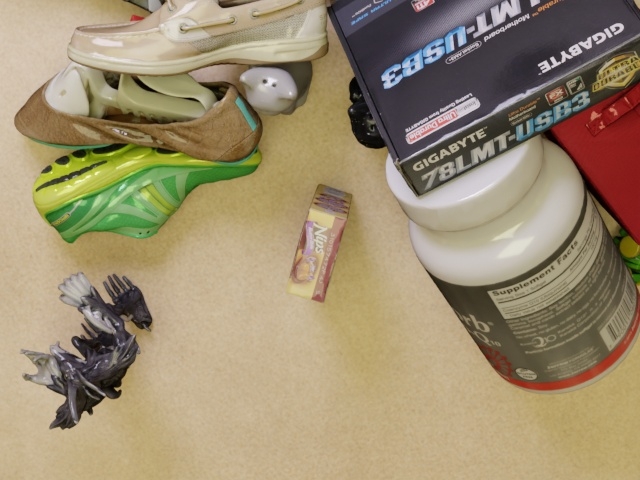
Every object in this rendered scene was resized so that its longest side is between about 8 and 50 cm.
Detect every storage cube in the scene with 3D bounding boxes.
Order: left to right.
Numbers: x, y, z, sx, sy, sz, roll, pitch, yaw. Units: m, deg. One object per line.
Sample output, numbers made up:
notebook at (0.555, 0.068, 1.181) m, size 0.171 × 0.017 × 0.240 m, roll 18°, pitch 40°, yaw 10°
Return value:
storage cube at (0.380, -0.143, 1.502) m, size 0.183 × 0.215 × 0.193 m, roll -38°, pitch 104°, yaw 9°

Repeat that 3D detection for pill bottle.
pill bottle at (0.229, 0.005, 1.461) m, size 0.210 × 0.210 × 0.363 m, roll -30°, pitch 131°, yaw 8°

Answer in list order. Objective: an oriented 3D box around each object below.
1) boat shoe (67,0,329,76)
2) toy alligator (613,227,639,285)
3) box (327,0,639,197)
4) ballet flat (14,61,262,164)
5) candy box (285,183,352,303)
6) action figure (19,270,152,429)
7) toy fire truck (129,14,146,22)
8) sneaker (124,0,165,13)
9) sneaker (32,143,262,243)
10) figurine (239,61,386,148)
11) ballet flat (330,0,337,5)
boat shoe at (-0.141, -0.252, 1.432) m, size 0.302 × 0.109 × 0.098 m, roll -5°, pitch 113°, yaw -7°
toy alligator at (0.390, 0.047, 1.621) m, size 0.051 × 0.056 × 0.190 m, roll 28°, pitch 107°, yaw 40°
box at (0.179, -0.226, 1.365) m, size 0.295 × 0.293 × 0.073 m, roll -28°, pitch 136°, yaw 10°
ballet flat at (-0.236, -0.172, 1.524) m, size 0.342 × 0.116 × 0.124 m, roll 11°, pitch 143°, yaw 21°
candy box at (0.000, 0.000, 1.556) m, size 0.053 × 0.187 × 0.109 m, roll 16°, pitch 102°, yaw -1°
action figure at (-0.295, 0.133, 1.550) m, size 0.141 × 0.276 × 0.164 m, roll 37°, pitch 101°, yaw -6°
toy fire truck at (-0.125, -0.265, 1.523) m, size 0.192 × 0.047 × 0.135 m, roll 15°, pitch 124°, yaw -28°
sneaker at (-0.313, -0.405, 1.525) m, size 0.330 × 0.122 × 0.146 m, roll 22°, pitch 100°, yaw -13°
sneaker at (-0.218, -0.075, 1.607) m, size 0.295 × 0.109 × 0.123 m, roll -14°, pitch 130°, yaw 1°
figurine at (0.005, -0.172, 1.508) m, size 0.214 × 0.209 × 0.092 m, roll 17°, pitch 102°, yaw -1°
ballet flat at (0.031, -0.308, 1.509) m, size 0.221 × 0.077 × 0.079 m, roll 24°, pitch 145°, yaw -37°
